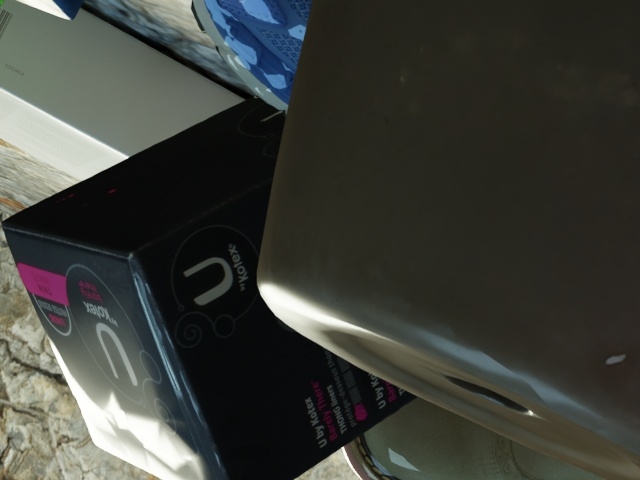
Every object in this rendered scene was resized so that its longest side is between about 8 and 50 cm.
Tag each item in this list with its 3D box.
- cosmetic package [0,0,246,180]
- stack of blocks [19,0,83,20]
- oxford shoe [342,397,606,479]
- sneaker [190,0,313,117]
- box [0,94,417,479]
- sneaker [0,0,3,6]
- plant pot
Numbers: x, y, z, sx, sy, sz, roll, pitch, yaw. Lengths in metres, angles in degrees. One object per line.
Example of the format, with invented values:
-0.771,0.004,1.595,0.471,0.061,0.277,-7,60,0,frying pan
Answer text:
-0.183,-0.106,1.287,0.377,0.097,0.284,28,169,-17,cosmetic package
-0.111,-0.196,0.358,0.087,0.171,0.297,23,171,16,stack of blocks
0.206,0.067,0.827,0.396,0.141,0.146,-8,167,-17,oxford shoe
0.098,-0.090,0.632,0.330,0.130,0.147,22,161,-20,sneaker
0.000,0.000,0.775,0.165,0.270,0.143,9,124,56,box
-0.255,-0.207,0.891,0.146,0.134,0.343,19,180,-6,sneaker
0.094,-0.054,0.437,0.263,0.229,0.263,24,172,4,plant pot
